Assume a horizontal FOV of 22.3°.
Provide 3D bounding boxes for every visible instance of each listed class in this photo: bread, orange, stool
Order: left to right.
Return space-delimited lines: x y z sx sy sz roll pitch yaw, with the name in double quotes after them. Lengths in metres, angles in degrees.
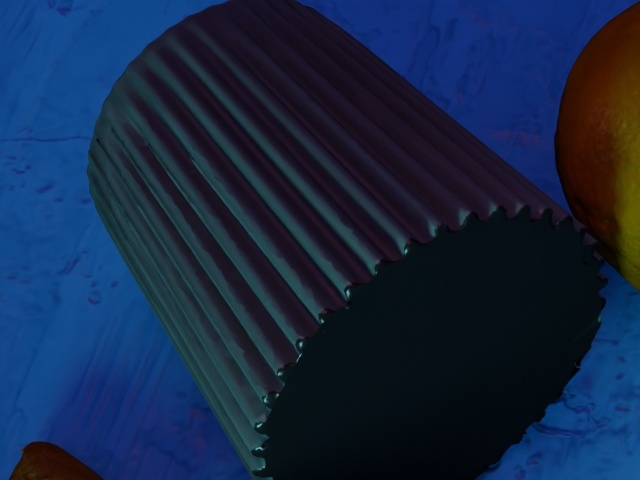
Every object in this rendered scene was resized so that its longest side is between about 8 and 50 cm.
-0.191 0.230 1.245 0.136 0.054 0.154 11 60 15 "bread"
0.000 0.000 1.230 0.297 0.297 0.330 -31 51 -11 "stool"
0.306 -0.070 1.232 0.261 0.261 0.261 -6 54 8 "orange"
